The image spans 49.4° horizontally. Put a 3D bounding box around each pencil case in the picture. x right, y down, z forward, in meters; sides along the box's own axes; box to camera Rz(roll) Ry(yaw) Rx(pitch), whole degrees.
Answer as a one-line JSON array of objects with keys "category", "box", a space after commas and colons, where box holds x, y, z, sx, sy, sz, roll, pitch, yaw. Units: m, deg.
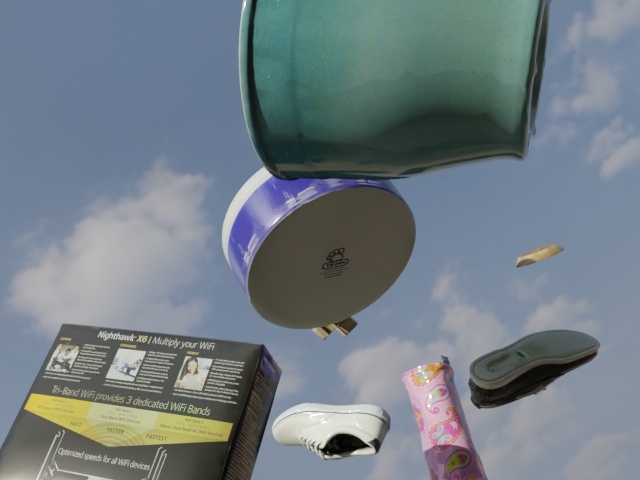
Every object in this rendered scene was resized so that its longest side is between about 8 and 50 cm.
[{"category": "pencil case", "box": [0.262, 0.395, 1.461, 0.124, 0.284, 0.124, -9, -31, -6]}]

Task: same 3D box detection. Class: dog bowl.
[{"category": "dog bowl", "box": [0.000, 0.000, 1.000, 0.265, 0.104, 0.264, -16, -45, -17]}]

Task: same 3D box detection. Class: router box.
[{"category": "router box", "box": [-0.228, 0.237, 0.857, 0.309, 0.242, 0.081, 3, -35, 21]}]

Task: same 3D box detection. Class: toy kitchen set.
[{"category": "toy kitchen set", "box": [0.012, 0.150, 1.229, 0.083, 0.075, 0.068, 42, -81, -1]}]

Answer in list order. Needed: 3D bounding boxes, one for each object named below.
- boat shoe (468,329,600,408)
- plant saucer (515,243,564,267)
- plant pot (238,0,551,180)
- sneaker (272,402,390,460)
[{"category": "boat shoe", "box": [0.345, 0.206, 1.126, 0.233, 0.084, 0.079, -17, -60, -15]}, {"category": "plant saucer", "box": [0.359, 0.023, 1.147, 0.083, 0.015, 0.083, -22, -2, -1]}, {"category": "plant pot", "box": [0.092, -0.182, 0.699, 0.255, 0.271, 0.271, 8, -44, 19]}, {"category": "sneaker", "box": [0.007, 0.370, 1.333, 0.258, 0.091, 0.094, -16, -65, 31]}]
